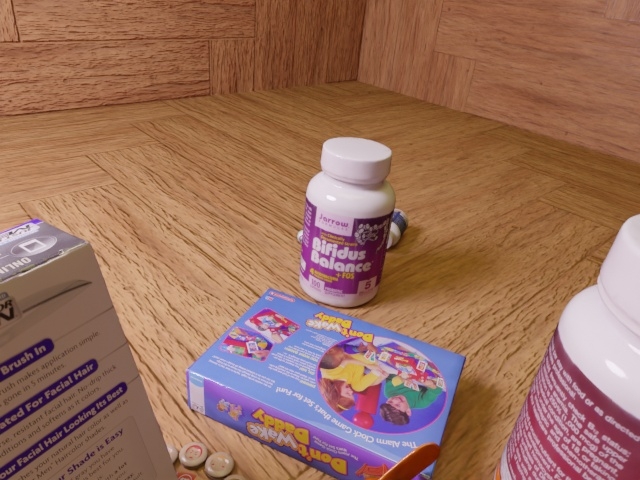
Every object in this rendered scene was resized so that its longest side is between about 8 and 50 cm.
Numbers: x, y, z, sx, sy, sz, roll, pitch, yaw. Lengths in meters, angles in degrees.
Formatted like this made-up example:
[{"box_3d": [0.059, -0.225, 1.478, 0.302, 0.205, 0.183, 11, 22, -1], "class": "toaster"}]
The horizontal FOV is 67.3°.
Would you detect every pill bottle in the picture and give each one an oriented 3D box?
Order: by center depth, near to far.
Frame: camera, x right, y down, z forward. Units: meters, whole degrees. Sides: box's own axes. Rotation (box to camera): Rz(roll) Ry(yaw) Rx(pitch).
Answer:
[{"box_3d": [0.341, 0.185, 0.500, 0.224, 0.391, 0.224, 4, 30, -2], "class": "pill bottle"}, {"box_3d": [0.052, -0.035, 0.925, 0.170, 0.301, 0.169, 4, 30, -2], "class": "pill bottle"}, {"box_3d": [0.167, -0.026, 1.168, 0.067, 0.066, 0.120, 17, 31, 18], "class": "pill bottle"}]

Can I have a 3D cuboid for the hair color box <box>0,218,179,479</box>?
[{"box_3d": [-0.267, 0.173, 0.443, 0.110, 0.338, 0.185, 18, 36, 35], "class": "hair color box"}]

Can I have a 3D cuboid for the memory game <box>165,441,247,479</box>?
[{"box_3d": [-0.173, 0.315, 0.563, 0.187, 0.012, 0.186, 4, 29, -2], "class": "memory game"}]

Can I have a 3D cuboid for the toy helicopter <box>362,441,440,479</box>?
[{"box_3d": [0.027, 0.330, 0.462, 0.356, 0.140, 0.234, -6, 35, 1], "class": "toy helicopter"}]

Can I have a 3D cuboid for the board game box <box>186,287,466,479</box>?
[{"box_3d": [0.015, 0.210, 0.715, 0.348, 0.078, 0.233, 17, 31, 19], "class": "board game box"}]

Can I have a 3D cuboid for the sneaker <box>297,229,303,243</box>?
[{"box_3d": [0.000, 0.000, 1.127, 0.098, 0.038, 0.069, -12, 35, -12], "class": "sneaker"}]
